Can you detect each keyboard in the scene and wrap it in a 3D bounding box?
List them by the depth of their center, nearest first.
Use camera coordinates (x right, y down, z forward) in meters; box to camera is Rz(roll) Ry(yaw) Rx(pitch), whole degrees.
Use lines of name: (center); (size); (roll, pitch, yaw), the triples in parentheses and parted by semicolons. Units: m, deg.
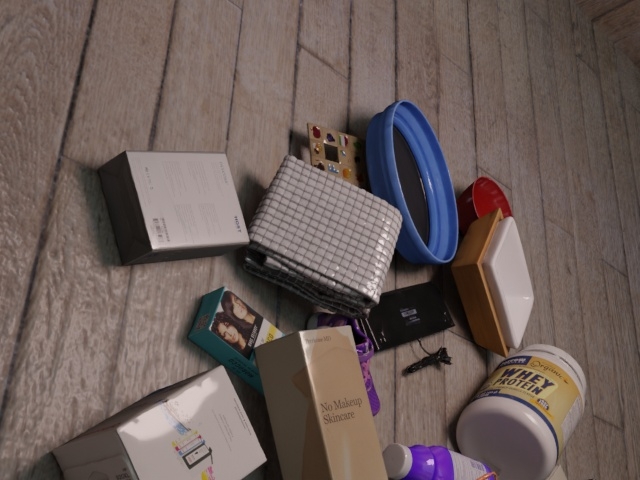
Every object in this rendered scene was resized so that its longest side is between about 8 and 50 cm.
keyboard: (0.205, 0.204, 2.039); (0.317, 0.033, 0.202); (-9, 72, -49)

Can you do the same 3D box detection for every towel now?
towel: (0.000, 0.000, 1.779); (0.283, 0.121, 0.235); (24, 57, -6)

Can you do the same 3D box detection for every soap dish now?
soap dish: (0.420, 0.102, 2.211); (0.229, 0.118, 0.291); (-58, 135, -46)

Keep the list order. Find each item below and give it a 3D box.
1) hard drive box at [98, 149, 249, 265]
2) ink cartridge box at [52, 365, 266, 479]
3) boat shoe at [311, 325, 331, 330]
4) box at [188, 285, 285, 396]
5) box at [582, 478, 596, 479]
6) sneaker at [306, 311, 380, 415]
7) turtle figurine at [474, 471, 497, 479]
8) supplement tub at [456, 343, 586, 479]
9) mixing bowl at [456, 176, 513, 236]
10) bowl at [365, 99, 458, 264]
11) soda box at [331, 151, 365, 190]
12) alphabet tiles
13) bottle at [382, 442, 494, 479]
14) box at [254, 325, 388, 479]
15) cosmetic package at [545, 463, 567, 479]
hard drive box: (-0.254, -0.060, 1.601); (0.232, 0.089, 0.181); (-4, 75, -49)
ink cartridge box: (-0.238, 0.323, 1.359); (0.232, 0.171, 0.168); (-25, 91, -51)
boat shoe: (0.013, 0.297, 1.727); (0.088, 0.096, 0.268); (-2, 82, -53)
box: (-0.120, 0.196, 1.646); (0.244, 0.060, 0.101); (42, 44, -27)
box: (0.604, 0.688, 2.150); (0.108, 0.153, 0.207); (-20, 86, -51)
sneaker: (0.065, 0.242, 1.801); (0.095, 0.104, 0.237); (-29, 95, -53)
turtle figurine: (0.244, 0.567, 1.743); (0.269, 0.087, 0.217); (-32, 115, -13)
supplement tub: (0.471, 0.394, 2.087); (0.316, 0.228, 0.228); (-36, 100, -51)
mixing bowl: (0.410, -0.066, 2.354); (0.181, 0.098, 0.182); (24, 55, -40)
bowl: (0.215, -0.130, 2.112); (0.391, 0.077, 0.391); (41, 42, -51)
soda box: (0.084, -0.103, 2.034); (0.061, 0.058, 0.181); (1, 70, -49)
alphabet tiles: (0.057, -0.126, 1.969); (0.198, 0.009, 0.237); (12, 64, -39)
bottle: (0.234, 0.470, 1.805); (0.282, 0.092, 0.118); (28, 48, -37)
box: (0.003, 0.315, 1.583); (0.148, 0.121, 0.311); (-3, 74, -47)
cosmetic package: (0.523, 0.680, 2.057); (0.113, 0.160, 0.310); (-29, 93, -51)
